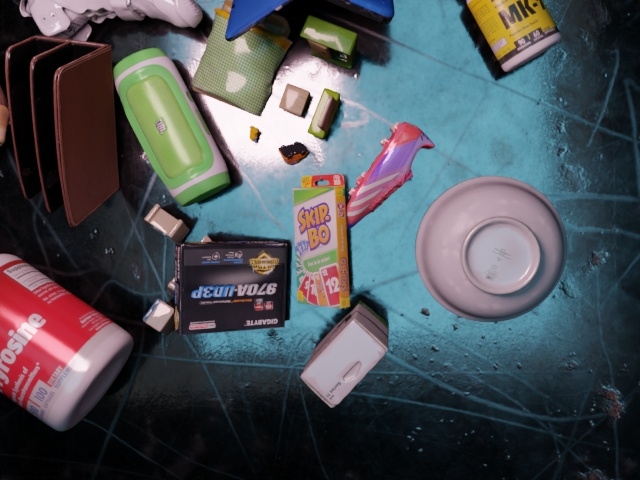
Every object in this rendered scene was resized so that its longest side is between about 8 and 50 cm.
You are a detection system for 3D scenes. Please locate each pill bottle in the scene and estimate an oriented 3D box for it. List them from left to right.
[{"bbox_3d":[-0.602,0.174,1.343,0.408,0.229,0.229,34,97,2],"label":"pill bottle"},{"bbox_3d":[0.347,-0.433,1.256,0.119,0.119,0.208,-30,91,7],"label":"pill bottle"}]

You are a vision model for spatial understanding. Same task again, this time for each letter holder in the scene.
[{"bbox_3d":[-0.495,-0.200,1.258,0.152,0.214,0.301,9,119,5],"label":"letter holder"}]

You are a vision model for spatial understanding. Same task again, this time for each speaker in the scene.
[{"bbox_3d":[-0.293,-0.221,1.333,0.131,0.131,0.296,-27,92,7],"label":"speaker"}]

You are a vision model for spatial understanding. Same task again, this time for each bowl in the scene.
[{"bbox_3d":[0.332,0.022,1.288,0.298,0.134,0.297,0,94,6],"label":"bowl"}]

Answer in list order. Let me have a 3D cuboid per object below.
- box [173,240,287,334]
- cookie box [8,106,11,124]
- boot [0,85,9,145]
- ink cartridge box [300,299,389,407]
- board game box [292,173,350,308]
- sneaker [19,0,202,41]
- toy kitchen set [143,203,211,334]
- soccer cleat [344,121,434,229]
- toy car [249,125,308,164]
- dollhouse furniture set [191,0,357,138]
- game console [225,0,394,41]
[{"bbox_3d":[-0.176,0.090,1.330,0.220,0.051,0.175,0,95,-28],"label":"box"},{"bbox_3d":[-0.585,-0.280,1.398,0.107,0.040,0.091,6,96,6],"label":"cookie box"},{"bbox_3d":[-0.744,-0.261,1.406,0.248,0.090,0.206,-19,74,23],"label":"boot"},{"bbox_3d":[0.052,0.210,1.291,0.087,0.208,0.153,42,97,1],"label":"ink cartridge box"},{"bbox_3d":[0.000,0.000,1.334,0.124,0.039,0.259,2,94,46],"label":"board game box"},{"bbox_3d":[-0.418,-0.458,1.324,0.366,0.137,0.210,31,98,7],"label":"sneaker"},{"bbox_3d":[-0.326,0.060,1.382,0.166,0.122,0.207,34,77,2],"label":"toy kitchen set"},{"bbox_3d":[0.124,-0.116,1.326,0.095,0.083,0.248,32,94,-2],"label":"soccer cleat"},{"bbox_3d":[-0.086,-0.194,1.369,0.122,0.060,0.040,38,142,18],"label":"toy car"},{"bbox_3d":[-0.101,-0.338,1.290,0.302,0.151,0.197,22,96,3],"label":"dollhouse furniture set"},{"bbox_3d":[-0.018,-0.457,1.239,0.250,0.293,0.173,17,134,-16],"label":"game console"}]
